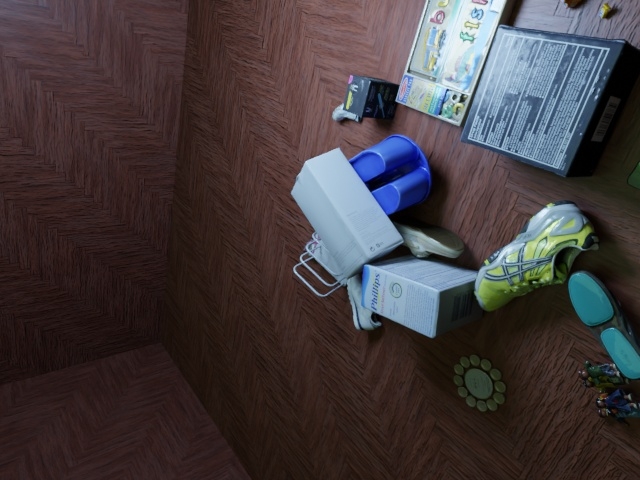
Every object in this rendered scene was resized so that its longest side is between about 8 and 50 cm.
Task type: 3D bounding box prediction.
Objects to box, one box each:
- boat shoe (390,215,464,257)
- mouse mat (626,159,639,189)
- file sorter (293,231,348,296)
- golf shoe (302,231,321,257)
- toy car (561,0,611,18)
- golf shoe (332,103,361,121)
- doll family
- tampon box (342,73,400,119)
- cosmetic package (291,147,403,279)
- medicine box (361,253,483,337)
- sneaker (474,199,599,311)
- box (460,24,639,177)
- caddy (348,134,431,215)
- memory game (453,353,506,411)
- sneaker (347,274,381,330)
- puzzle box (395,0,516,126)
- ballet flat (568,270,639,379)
[{"bbox_3d":[0.343,0.005,1.493,0.302,0.109,0.098,29,124,49],"label":"boat shoe"},{"bbox_3d":[0.805,-0.150,0.994,0.190,0.007,0.152,42,127,37],"label":"mouse mat"},{"bbox_3d":[0.047,0.052,1.761,0.193,0.173,0.277,43,128,17],"label":"file sorter"},{"bbox_3d":[0.000,0.000,1.930,0.086,0.067,0.186,37,127,6],"label":"golf shoe"},{"bbox_3d":[0.625,-0.561,1.090,0.040,0.060,0.122,83,161,-57],"label":"toy car"},{"bbox_3d":[0.113,-0.476,1.697,0.176,0.069,0.085,-23,85,50],"label":"golf shoe"},{"bbox_3d":[0.725,0.384,1.140,0.111,0.076,0.192,-32,76,43],"label":"doll family"},{"bbox_3d":[0.175,-0.487,1.545,0.101,0.161,0.120,36,122,40],"label":"tampon box"},{"bbox_3d":[0.077,-0.088,1.533,0.384,0.156,0.217,59,153,11],"label":"cosmetic package"},{"bbox_3d":[0.320,0.157,1.419,0.289,0.264,0.149,18,111,47],"label":"medicine box"},{"bbox_3d":[0.553,0.074,1.204,0.384,0.145,0.147,-63,34,37],"label":"sneaker"},{"bbox_3d":[0.554,-0.341,1.113,0.294,0.183,0.296,34,120,39],"label":"box"},{"bbox_3d":[0.225,-0.208,1.527,0.241,0.179,0.341,64,153,-4],"label":"caddy"},{"bbox_3d":[0.507,0.456,1.454,0.186,0.012,0.186,11,105,48],"label":"memory game"},{"bbox_3d":[0.172,0.231,1.762,0.095,0.090,0.234,-16,87,35],"label":"sneaker"},{"bbox_3d":[0.394,-0.579,1.357,0.272,0.052,0.408,38,124,40],"label":"puzzle box"},{"bbox_3d":[0.704,0.200,1.109,0.095,0.096,0.280,-38,68,44],"label":"ballet flat"}]
